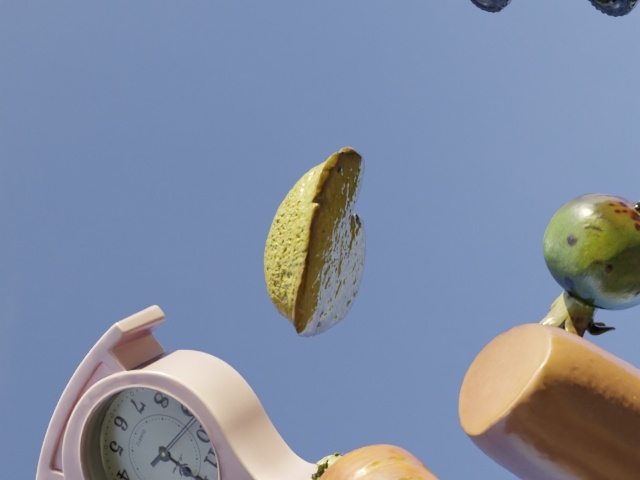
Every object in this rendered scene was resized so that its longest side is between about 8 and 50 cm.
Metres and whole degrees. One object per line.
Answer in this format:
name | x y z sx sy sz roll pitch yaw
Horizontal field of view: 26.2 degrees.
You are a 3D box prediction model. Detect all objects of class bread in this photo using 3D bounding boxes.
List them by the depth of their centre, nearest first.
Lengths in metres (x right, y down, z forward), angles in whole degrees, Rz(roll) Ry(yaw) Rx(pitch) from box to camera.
bread | 0.000 0.000 1.330 0.149 0.065 0.187 7 -86 -64

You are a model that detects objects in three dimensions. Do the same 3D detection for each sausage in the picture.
sausage | 0.251 0.171 1.078 0.304 0.121 0.121 31 -118 -22

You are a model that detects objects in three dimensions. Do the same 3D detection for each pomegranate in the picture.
pomegranate | 0.315 0.031 1.525 0.148 0.148 0.169 -14 -63 -40

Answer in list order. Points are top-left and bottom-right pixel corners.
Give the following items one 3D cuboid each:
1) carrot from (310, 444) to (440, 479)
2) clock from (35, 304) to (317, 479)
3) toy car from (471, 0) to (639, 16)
carrot | 0.059 0.142 0.529 0.061 0.257 0.061 -7 -73 -22
clock | -0.149 0.256 1.337 0.275 0.290 0.080 37 -157 15
toy car | 0.159 -0.205 0.942 0.080 0.171 0.070 -51 -49 -26
